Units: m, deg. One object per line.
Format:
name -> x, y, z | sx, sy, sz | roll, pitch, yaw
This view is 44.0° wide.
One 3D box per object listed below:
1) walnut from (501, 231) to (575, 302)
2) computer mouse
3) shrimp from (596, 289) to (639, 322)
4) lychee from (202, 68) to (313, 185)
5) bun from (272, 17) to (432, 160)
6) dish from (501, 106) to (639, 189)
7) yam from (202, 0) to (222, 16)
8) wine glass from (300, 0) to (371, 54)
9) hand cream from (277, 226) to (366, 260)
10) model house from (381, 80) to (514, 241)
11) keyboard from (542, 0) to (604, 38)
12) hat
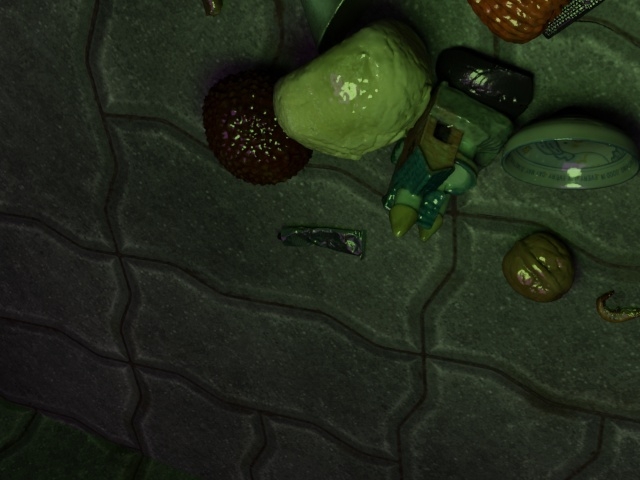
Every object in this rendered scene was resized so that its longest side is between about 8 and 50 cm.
walnut -> 0.510, 0.065, 1.841 | 0.167, 0.149, 0.166 | 1, 92, 13
computer mouse -> 0.341, -0.329, 1.670 | 0.217, 0.073, 0.122 | 23, 134, 5
shrimp -> 0.719, 0.159, 1.880 | 0.127, 0.025, 0.091 | -4, 121, 32
lychee -> -0.141, -0.262, 1.838 | 0.276, 0.304, 0.275 | -2, 84, 22
bun -> 0.085, -0.293, 1.617 | 0.227, 0.349, 0.352 | 62, 152, -2
dish -> 0.515, -0.211, 1.630 | 0.274, 0.133, 0.273 | 7, 166, 2
yam -> -0.258, -0.622, 1.767 | 0.057, 0.057, 0.241 | 7, 125, 22
wine glass -> -0.073, -0.594, 1.568 | 0.406, 0.267, 0.267 | 38, 132, 0
hand cream -> 0.000, 0.001, 2.102 | 0.248, 0.052, 0.075 | 8, 128, 21
model house -> 0.240, -0.114, 1.672 | 0.194, 0.324, 0.267 | 28, 147, -6
keyboard -> 0.491, -0.455, 1.543 | 0.053, 0.010, 0.155 | 48, 131, -11
hat -> 0.329, -0.567, 1.402 | 0.285, 0.285, 0.400 | -34, 91, 40
